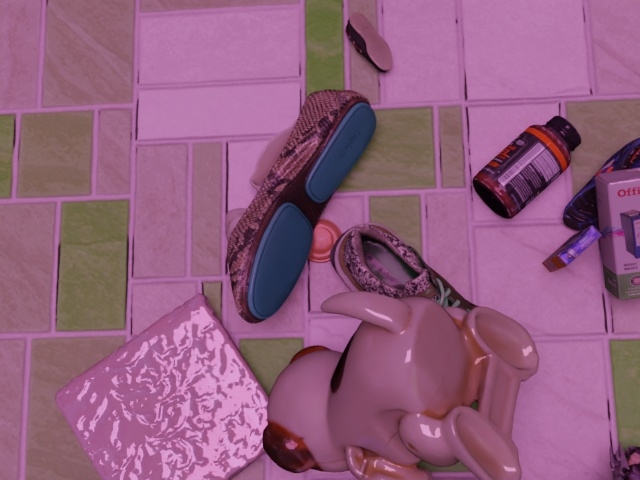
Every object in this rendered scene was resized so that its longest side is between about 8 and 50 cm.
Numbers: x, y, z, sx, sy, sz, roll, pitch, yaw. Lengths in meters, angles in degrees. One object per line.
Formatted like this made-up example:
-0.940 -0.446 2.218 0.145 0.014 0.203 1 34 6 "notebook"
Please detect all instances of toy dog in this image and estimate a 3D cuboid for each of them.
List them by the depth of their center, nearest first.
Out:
0.081 0.264 1.458 0.395 0.408 0.285 31 52 -28 "toy dog"

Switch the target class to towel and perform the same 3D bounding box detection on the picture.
-0.266 0.312 1.634 0.332 0.053 0.317 -35 78 -2 "towel"

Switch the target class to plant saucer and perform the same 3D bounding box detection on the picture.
0.000 0.000 1.699 0.083 0.013 0.083 -1 78 5 "plant saucer"

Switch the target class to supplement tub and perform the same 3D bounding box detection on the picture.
0.379 -0.138 1.648 0.198 0.106 0.106 -42 77 -5 "supplement tub"

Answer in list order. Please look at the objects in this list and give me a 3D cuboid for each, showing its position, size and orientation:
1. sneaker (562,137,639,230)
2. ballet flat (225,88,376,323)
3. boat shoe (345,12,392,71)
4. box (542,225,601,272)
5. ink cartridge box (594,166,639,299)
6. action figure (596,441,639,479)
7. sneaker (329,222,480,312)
0.530 -0.102 1.645 0.221 0.087 0.083 -42 99 11 "sneaker"
-0.068 -0.075 1.658 0.182 0.164 0.483 15 68 35 "ballet flat"
0.095 -0.379 1.761 0.049 0.042 0.133 -27 76 -27 "boat shoe"
0.442 0.015 1.592 0.081 0.136 0.028 -41 86 -4 "box"
0.570 -0.018 1.572 0.154 0.093 0.212 -8 101 4 "ink cartridge box"
0.586 0.417 1.489 0.285 0.099 0.185 1 51 -6 "action figure"
0.179 0.113 1.571 0.410 0.182 0.158 39 83 11 "sneaker"
